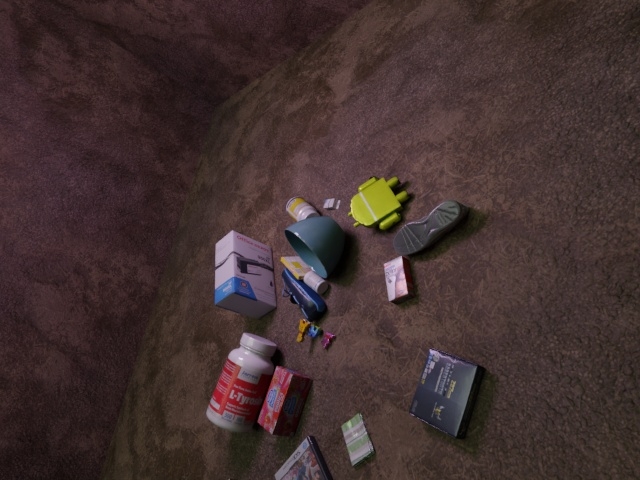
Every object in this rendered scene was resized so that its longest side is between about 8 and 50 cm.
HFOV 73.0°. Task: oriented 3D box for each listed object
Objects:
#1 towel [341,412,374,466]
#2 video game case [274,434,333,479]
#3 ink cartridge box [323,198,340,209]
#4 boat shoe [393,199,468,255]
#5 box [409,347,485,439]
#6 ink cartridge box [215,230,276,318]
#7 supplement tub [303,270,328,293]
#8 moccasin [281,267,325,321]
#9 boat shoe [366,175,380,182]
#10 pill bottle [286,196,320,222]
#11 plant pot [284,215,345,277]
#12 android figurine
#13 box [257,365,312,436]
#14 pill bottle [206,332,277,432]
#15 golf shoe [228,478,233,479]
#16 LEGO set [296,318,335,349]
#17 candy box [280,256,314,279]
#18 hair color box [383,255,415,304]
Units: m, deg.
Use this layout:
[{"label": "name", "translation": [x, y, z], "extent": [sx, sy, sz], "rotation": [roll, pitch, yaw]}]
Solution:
[{"label": "towel", "translation": [0.132, 0.732, 1.594], "extent": [0.113, 0.023, 0.152], "rotation": [-44, 42, 22]}, {"label": "video game case", "translation": [-0.058, 0.954, 1.675], "extent": [0.248, 0.035, 0.275], "rotation": [-53, 39, 13]}, {"label": "ink cartridge box", "translation": [0.058, -0.185, 2.201], "extent": [0.083, 0.028, 0.048], "rotation": [-3, 68, 48]}, {"label": "boat shoe", "translation": [0.419, -0.042, 1.664], "extent": [0.320, 0.103, 0.118], "rotation": [-42, 62, 33]}, {"label": "box", "translation": [0.404, 0.485, 1.393], "extent": [0.183, 0.059, 0.233], "rotation": [11, 78, 50]}, {"label": "ink cartridge box", "translation": [-0.401, 0.181, 2.310], "extent": [0.166, 0.285, 0.395], "rotation": [-35, 46, 29]}, {"label": "supplement tub", "translation": [-0.021, 0.197, 2.029], "extent": [0.107, 0.071, 0.071], "rotation": [34, 96, 44]}, {"label": "moccasin", "translation": [-0.111, 0.254, 2.059], "extent": [0.117, 0.137, 0.342], "rotation": [-59, 37, 13]}, {"label": "boat shoe", "translation": [0.215, -0.186, 1.988], "extent": [0.081, 0.068, 0.228], "rotation": [14, 80, 51]}, {"label": "pill bottle", "translation": [-0.088, -0.141, 2.271], "extent": [0.119, 0.119, 0.208], "rotation": [-57, 38, 8]}, {"label": "plant pot", "translation": [0.000, 0.000, 1.996], "extent": [0.195, 0.290, 0.290], "rotation": [-41, 35, -15]}, {"label": "android figurine", "translation": [0.246, -0.159, 1.888], "extent": [0.272, 0.056, 0.248], "rotation": [-35, 62, 12]}, {"label": "box", "translation": [-0.154, 0.691, 1.865], "extent": [0.128, 0.122, 0.257], "rotation": [8, 76, 51]}, {"label": "pill bottle", "translation": [-0.357, 0.657, 2.032], "extent": [0.229, 0.229, 0.408], "rotation": [12, 79, 51]}, {"label": "golf shoe", "translation": [-0.384, 1.130, 1.928], "extent": [0.176, 0.069, 0.086], "rotation": [5, 67, 49]}, {"label": "LEGO set", "translation": [-0.048, 0.421, 1.928], "extent": [0.227, 0.087, 0.093], "rotation": [16, 81, 53]}, {"label": "candy box", "translation": [-0.110, 0.134, 2.150], "extent": [0.206, 0.105, 0.027], "rotation": [42, 123, 51]}, {"label": "hair color box", "translation": [0.308, 0.155, 1.699], "extent": [0.093, 0.053, 0.167], "rotation": [-30, 50, 34]}]
